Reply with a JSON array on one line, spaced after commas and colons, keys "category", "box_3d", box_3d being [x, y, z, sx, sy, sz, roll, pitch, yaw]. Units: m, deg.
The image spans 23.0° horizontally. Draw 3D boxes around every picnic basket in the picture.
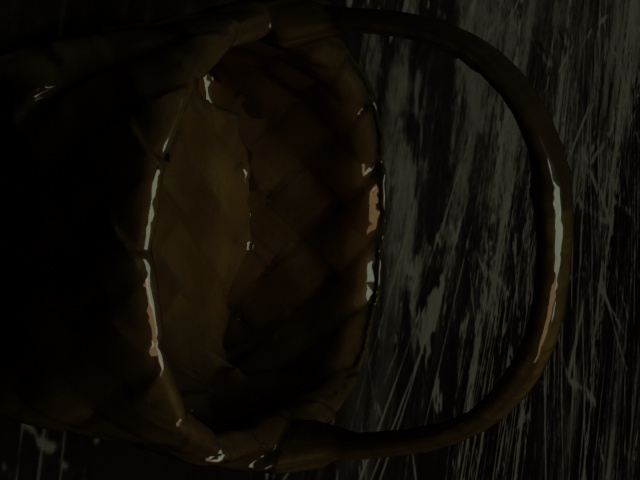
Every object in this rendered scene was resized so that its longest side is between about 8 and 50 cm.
[{"category": "picnic basket", "box_3d": [0.000, 0.000, 0.955, 0.337, 0.337, 0.293, -15, 107, -63]}]
